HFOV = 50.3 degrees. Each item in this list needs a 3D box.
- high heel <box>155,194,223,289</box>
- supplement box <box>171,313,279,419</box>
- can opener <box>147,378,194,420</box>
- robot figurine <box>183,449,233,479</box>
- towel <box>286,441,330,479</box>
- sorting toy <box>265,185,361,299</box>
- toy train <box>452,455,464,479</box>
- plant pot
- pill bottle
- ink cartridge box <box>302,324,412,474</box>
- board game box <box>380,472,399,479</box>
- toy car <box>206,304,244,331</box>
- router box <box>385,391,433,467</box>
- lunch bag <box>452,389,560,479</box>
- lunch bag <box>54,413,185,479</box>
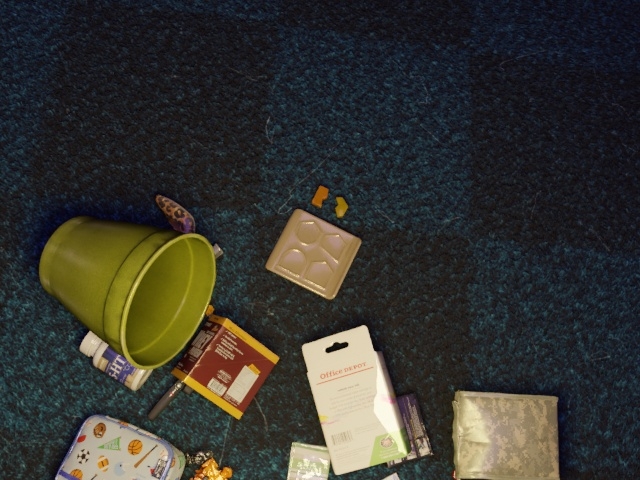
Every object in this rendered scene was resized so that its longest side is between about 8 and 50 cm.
[{"bbox_3d":[-0.432,0.006,1.953,0.186,0.093,0.261,-43,88,-17],"label":"high heel"},{"bbox_3d":[-0.255,0.334,1.823,0.191,0.129,0.194,40,73,-21],"label":"supplement box"},{"bbox_3d":[-0.401,0.415,1.854,0.073,0.059,0.186,43,73,6],"label":"can opener"},{"bbox_3d":[-0.351,0.684,1.769,0.291,0.085,0.211,-34,81,-14],"label":"robot figurine"},{"bbox_3d":[-0.034,0.634,1.856,0.113,0.023,0.152,10,73,-3],"label":"towel"},{"bbox_3d":[0.000,0.000,2.041,0.229,0.041,0.307,25,72,5],"label":"sorting toy"},{"bbox_3d":[0.386,0.656,1.901,0.036,0.027,0.158,7,73,6],"label":"toy train"},{"bbox_3d":[-0.525,0.101,1.785,0.352,0.366,0.367,20,71,21],"label":"plant pot"},{"bbox_3d":[-0.547,0.312,1.838,0.186,0.112,0.112,31,72,3],"label":"pill bottle"},{"bbox_3d":[0.096,0.427,1.851,0.207,0.119,0.354,-19,76,12],"label":"ink cartridge box"},{"bbox_3d":[0.187,0.699,1.866,0.090,0.020,0.090,-23,78,-12],"label":"board game box"},{"bbox_3d":[-0.274,0.236,1.945,0.122,0.060,0.041,44,117,23],"label":"toy car"},{"bbox_3d":[0.224,0.529,1.907,0.133,0.046,0.179,-12,75,-10],"label":"router box"},{"bbox_3d":[0.493,0.540,1.875,0.286,0.169,0.235,7,73,-10],"label":"lunch bag"},{"bbox_3d":[-0.504,0.592,1.717,0.303,0.115,0.243,17,68,22],"label":"lunch bag"}]
